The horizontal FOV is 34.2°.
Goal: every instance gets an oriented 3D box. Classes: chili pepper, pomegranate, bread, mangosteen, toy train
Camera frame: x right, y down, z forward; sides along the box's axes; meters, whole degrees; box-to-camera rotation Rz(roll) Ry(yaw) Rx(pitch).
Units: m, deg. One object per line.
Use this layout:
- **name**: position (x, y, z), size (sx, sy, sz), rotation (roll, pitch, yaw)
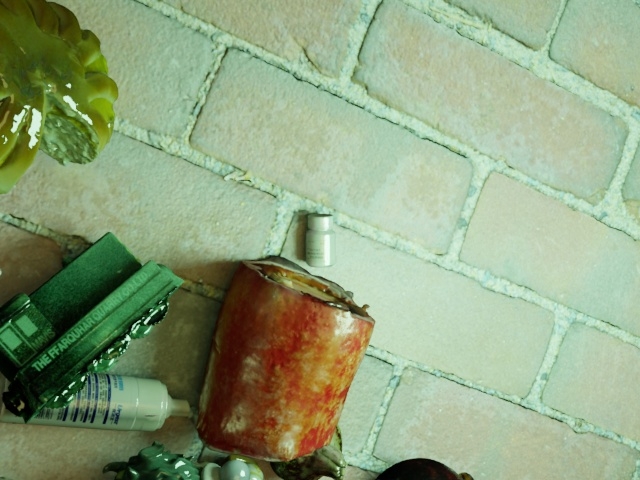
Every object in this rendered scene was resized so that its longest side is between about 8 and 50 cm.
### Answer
- **chili pepper**: position (-0.060, 0.199, 1.721), size (0.251, 0.229, 0.305), rotation (15, 102, -1)
- **pomegranate**: position (-0.015, 0.371, 1.802), size (0.138, 0.163, 0.125), rotation (-23, 141, -31)
- **bread**: position (-0.434, -0.223, 1.470), size (0.333, 0.160, 0.332), rotation (5, 83, -47)
- **mangosteen**: position (0.192, 0.504, 1.893), size (0.265, 0.228, 0.228), rotation (-14, 109, -63)
- **toy train**: position (-0.369, 0.121, 1.580), size (0.178, 0.138, 0.330), rotation (47, 60, -1)

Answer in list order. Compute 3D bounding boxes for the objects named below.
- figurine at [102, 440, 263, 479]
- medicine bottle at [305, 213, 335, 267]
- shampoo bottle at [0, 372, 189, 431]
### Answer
- **figurine**: position (-0.181, 0.434, 1.704), size (0.382, 0.186, 0.261), rotation (19, 123, -37)
- **medicine bottle**: position (0.000, 0.000, 1.796), size (0.052, 0.052, 0.089), rotation (-4, 101, -22)
- **shampoo bottle**: position (-0.358, 0.257, 1.670), size (0.303, 0.092, 0.092), rotation (8, 96, -25)
